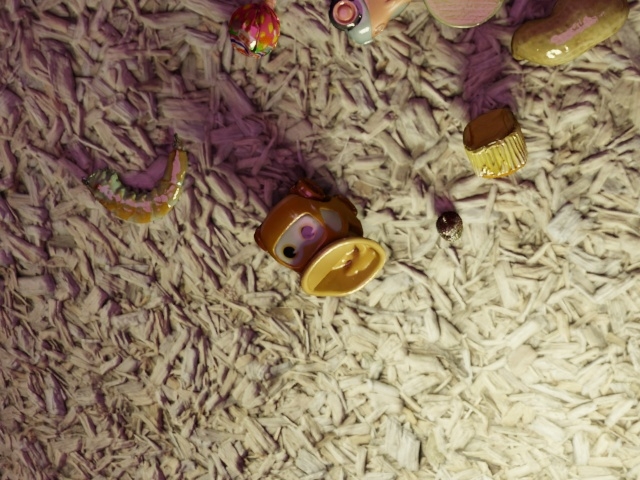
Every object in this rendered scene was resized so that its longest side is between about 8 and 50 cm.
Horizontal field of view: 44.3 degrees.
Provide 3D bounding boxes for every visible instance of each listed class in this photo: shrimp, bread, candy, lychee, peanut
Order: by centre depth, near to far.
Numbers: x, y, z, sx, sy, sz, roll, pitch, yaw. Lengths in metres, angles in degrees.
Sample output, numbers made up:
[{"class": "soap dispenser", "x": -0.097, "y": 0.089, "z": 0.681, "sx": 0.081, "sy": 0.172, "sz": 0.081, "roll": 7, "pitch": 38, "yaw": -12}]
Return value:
[{"class": "peanut", "x": 0.534, "y": -0.460, "z": 1.701, "sx": 0.253, "sy": 0.122, "sz": 0.137, "roll": -31, "pitch": 61, "yaw": 20}, {"class": "bread", "x": 0.325, "y": -0.533, "z": 1.760, "sx": 0.193, "sy": 0.036, "sz": 0.112, "roll": -5, "pitch": 112, "yaw": 9}, {"class": "bread", "x": 0.394, "y": -0.213, "z": 1.771, "sx": 0.132, "sy": 0.190, "sz": 0.114, "roll": -18, "pitch": 112, "yaw": 19}, {"class": "candy", "x": -0.098, "y": -0.592, "z": 1.798, "sx": 0.124, "sy": 0.124, "sz": 0.365, "roll": 27, "pitch": 103, "yaw": 1}, {"class": "lychee", "x": 0.315, "y": -0.035, "z": 1.909, "sx": 0.067, "sy": 0.068, "sz": 0.083, "roll": -25, "pitch": 132, "yaw": 4}, {"class": "shrimp", "x": -0.456, "y": -0.138, "z": 2.025, "sx": 0.287, "sy": 0.068, "sz": 0.185, "roll": -22, "pitch": 105, "yaw": 15}]

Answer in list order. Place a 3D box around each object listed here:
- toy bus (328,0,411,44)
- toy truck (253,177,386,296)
[{"class": "toy bus", "x": 0.092, "y": -0.589, "z": 1.717, "sx": 0.232, "sy": 0.194, "sz": 0.287, "roll": -28, "pitch": 100, "yaw": 6}, {"class": "toy truck", "x": 0.000, "y": 0.000, "z": 1.891, "sx": 0.204, "sy": 0.288, "sz": 0.211, "roll": -49, "pitch": 50, "yaw": 20}]
